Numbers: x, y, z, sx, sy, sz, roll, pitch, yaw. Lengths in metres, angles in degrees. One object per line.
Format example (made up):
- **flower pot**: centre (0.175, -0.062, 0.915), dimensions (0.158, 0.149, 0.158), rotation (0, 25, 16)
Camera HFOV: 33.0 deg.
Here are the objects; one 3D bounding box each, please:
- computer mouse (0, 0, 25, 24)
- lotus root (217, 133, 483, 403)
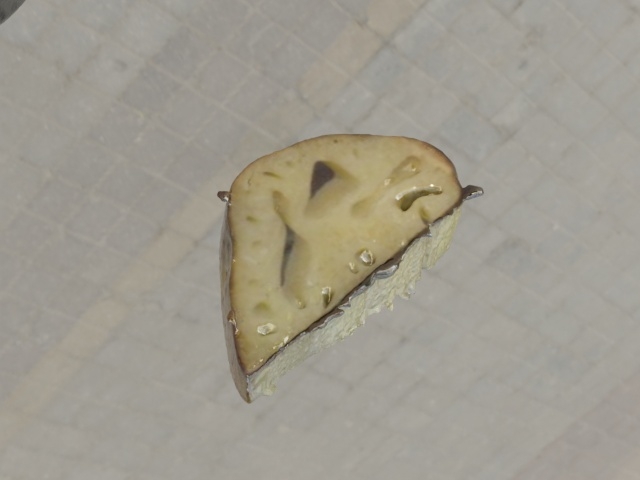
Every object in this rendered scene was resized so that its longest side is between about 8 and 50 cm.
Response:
- **computer mouse**: centre (-0.186, -0.152, 0.571), dimensions (0.172, 0.057, 0.099), rotation (-41, 155, -48)
- **lotus root**: centre (0.000, 0.000, 0.886), dimensions (0.261, 0.170, 0.074), rotation (-30, 154, -23)
